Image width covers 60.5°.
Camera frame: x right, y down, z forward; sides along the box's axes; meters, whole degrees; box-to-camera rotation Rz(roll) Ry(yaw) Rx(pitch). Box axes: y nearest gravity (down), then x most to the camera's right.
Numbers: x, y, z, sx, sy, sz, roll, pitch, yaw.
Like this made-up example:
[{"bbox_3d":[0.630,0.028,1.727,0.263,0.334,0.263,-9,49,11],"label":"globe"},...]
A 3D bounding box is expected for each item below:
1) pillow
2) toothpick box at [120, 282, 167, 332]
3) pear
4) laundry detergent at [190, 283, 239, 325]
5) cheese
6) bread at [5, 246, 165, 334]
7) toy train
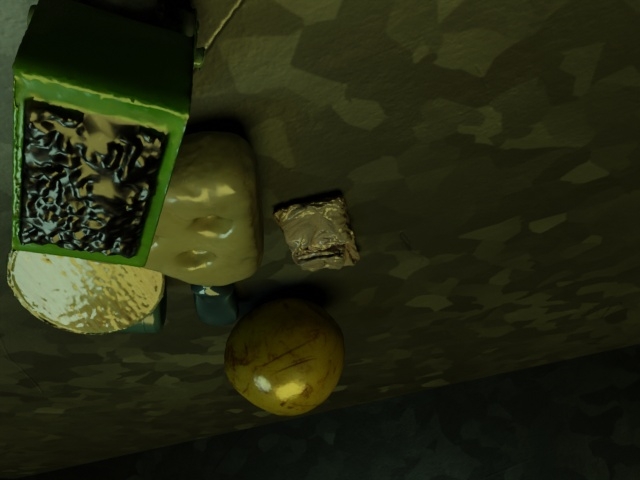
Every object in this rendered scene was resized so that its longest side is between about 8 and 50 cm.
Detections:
[{"bbox_3d":[0.000,0.000,1.048,0.135,0.049,0.248,-7,148,8],"label":"pillow"},{"bbox_3d":[-0.409,0.125,1.102,0.184,0.120,0.120,2,149,-9],"label":"toothpick box"},{"bbox_3d":[-0.078,0.265,1.277,0.280,0.281,0.281,-6,150,-3],"label":"pear"},{"bbox_3d":[-0.231,0.121,1.193,0.096,0.061,0.206,2,149,-1],"label":"laundry detergent"},{"bbox_3d":[-0.249,-0.018,0.874,0.350,0.130,0.328,-10,149,3],"label":"cheese"},{"bbox_3d":[-0.409,0.060,0.972,0.266,0.040,0.267,-4,123,-6],"label":"bread"},{"bbox_3d":[-0.224,-0.118,0.574,0.173,0.249,0.307,9,138,-23],"label":"toy train"}]
